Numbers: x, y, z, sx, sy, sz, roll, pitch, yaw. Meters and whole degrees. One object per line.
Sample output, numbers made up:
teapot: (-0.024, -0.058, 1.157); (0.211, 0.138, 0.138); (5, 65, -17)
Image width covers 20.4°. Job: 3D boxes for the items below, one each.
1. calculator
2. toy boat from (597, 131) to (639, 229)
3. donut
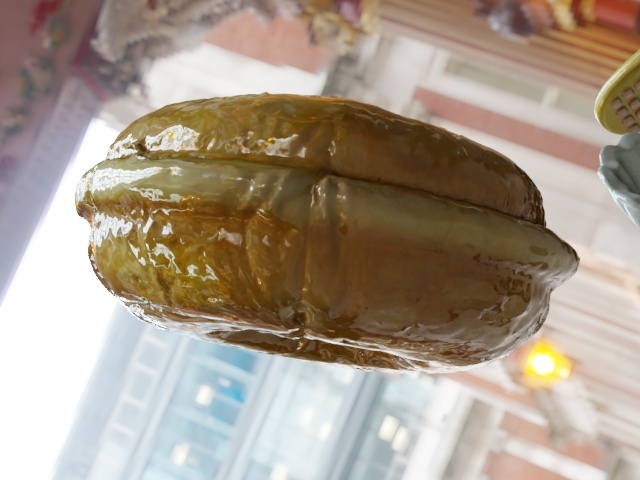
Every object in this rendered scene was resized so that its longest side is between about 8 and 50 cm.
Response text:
calculator: (0.422, -0.202, 2.061); (0.235, 0.032, 0.146); (-35, -35, 10)
toy boat: (0.416, -0.039, 1.772); (0.199, 0.290, 0.100); (-104, 13, -58)
donut: (0.000, 0.000, 1.524); (0.449, 0.449, 0.198); (25, -108, -66)
